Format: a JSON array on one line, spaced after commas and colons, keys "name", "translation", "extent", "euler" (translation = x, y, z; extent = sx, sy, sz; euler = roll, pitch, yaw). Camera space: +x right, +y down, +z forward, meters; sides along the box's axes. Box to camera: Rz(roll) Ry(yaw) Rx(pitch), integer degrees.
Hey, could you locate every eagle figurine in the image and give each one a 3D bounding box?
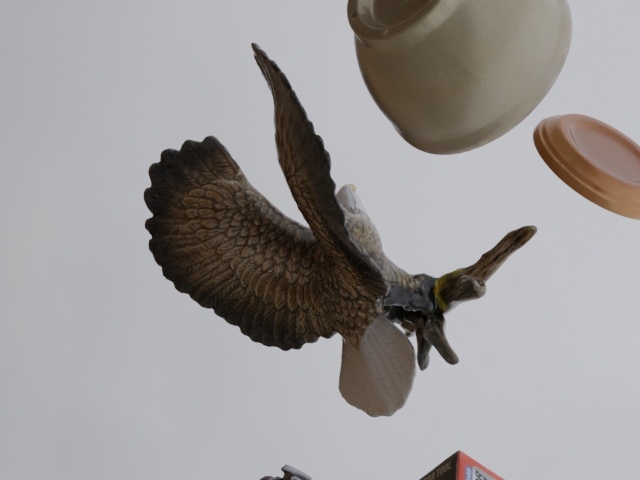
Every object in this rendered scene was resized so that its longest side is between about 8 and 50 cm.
[{"name": "eagle figurine", "translation": [-0.002, -0.004, 1.544], "extent": [0.226, 0.298, 0.225], "euler": [-58, -161, 0]}]

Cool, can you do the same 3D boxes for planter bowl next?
[{"name": "planter bowl", "translation": [0.087, -0.159, 1.261], "extent": [0.162, 0.109, 0.162], "euler": [-24, -133, 29]}]

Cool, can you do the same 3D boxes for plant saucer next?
[{"name": "plant saucer", "translation": [0.371, -0.104, 2.244], "extent": [0.037, 0.200, 0.200], "euler": [-58, -147, 28]}]

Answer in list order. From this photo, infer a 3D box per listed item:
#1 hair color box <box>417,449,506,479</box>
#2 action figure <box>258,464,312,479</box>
[{"name": "hair color box", "translation": [0.098, 0.182, 0.850], "extent": [0.093, 0.167, 0.053], "euler": [-41, -156, 34]}, {"name": "action figure", "translation": [-0.072, 0.333, 1.816], "extent": [0.099, 0.285, 0.185], "euler": [84, 5, -46]}]
